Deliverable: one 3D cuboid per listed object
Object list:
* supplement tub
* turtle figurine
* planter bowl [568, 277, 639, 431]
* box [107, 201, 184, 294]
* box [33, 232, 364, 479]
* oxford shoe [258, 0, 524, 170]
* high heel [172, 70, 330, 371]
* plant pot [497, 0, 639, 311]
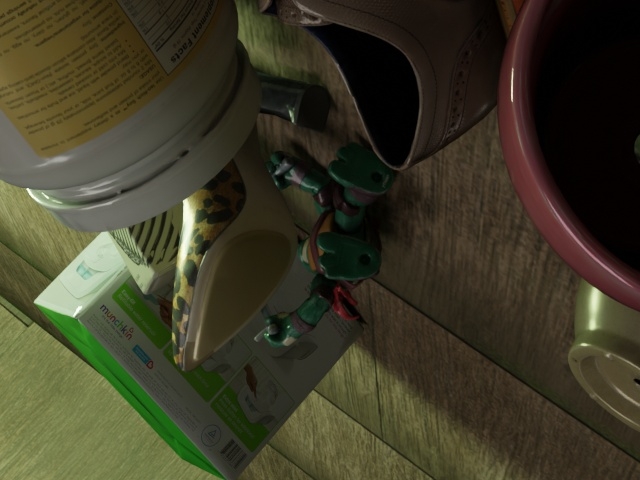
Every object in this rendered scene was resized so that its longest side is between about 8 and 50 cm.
[{"bbox_3d":[-0.208,-0.190,1.004,0.241,0.241,0.331,21,152,46],"label":"supplement tub"},{"bbox_3d":[0.000,0.000,1.224,0.234,0.118,0.175,143,120,-70],"label":"turtle figurine"},{"bbox_3d":[0.234,0.065,0.907,0.162,0.109,0.162,35,160,15],"label":"planter bowl"},{"bbox_3d":[-0.192,-0.093,1.293,0.275,0.094,0.113,58,162,6],"label":"box"},{"bbox_3d":[-0.121,0.080,1.441,0.262,0.231,0.127,51,159,-27],"label":"box"},{"bbox_3d":[0.015,-0.189,0.735,0.130,0.133,0.364,20,151,49],"label":"oxford shoe"},{"bbox_3d":[-0.104,-0.028,1.161,0.186,0.261,0.093,18,174,45],"label":"high heel"},{"bbox_3d":[0.178,-0.056,0.653,0.201,0.201,0.180,41,176,2],"label":"plant pot"}]
